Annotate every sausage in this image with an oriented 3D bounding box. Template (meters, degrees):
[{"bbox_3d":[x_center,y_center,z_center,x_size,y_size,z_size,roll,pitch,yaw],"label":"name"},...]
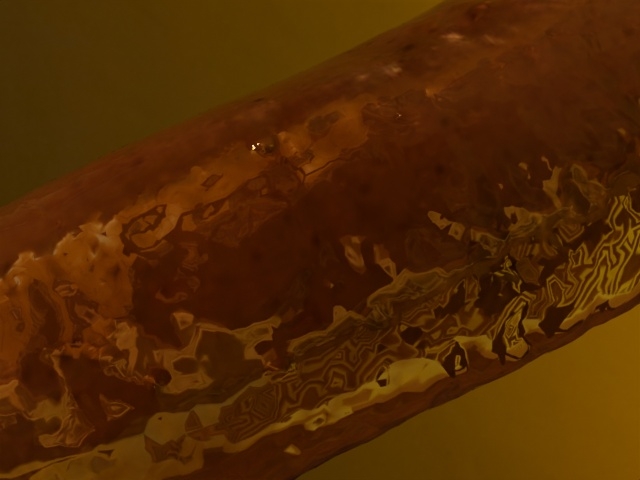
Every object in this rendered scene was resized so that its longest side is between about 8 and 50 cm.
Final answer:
[{"bbox_3d":[0.001,0.001,0.438,0.501,0.123,0.136,-27,-148,-9],"label":"sausage"}]
